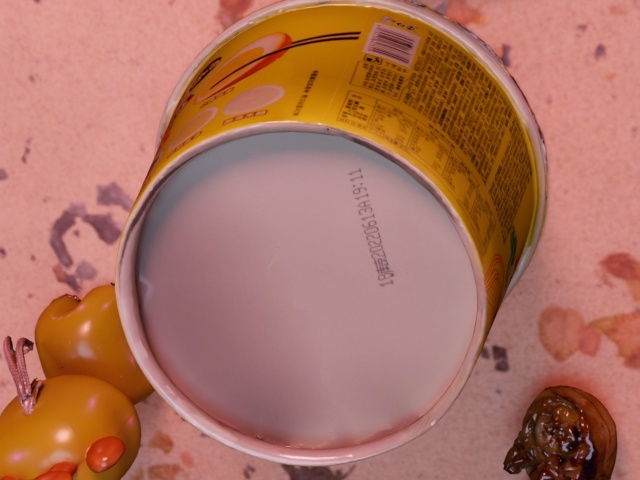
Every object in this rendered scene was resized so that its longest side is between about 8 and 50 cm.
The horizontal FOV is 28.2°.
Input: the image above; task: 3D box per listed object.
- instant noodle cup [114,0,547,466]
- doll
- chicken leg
[{"bbox_3d":[0.000,0.000,0.870,0.311,0.221,0.311,4,112,9],"label":"instant noodle cup"},{"bbox_3d":[-0.189,0.133,0.960,0.143,0.221,0.135,-14,112,18],"label":"doll"},{"bbox_3d":[0.188,0.196,1.004,0.093,0.070,0.178,-13,124,-12],"label":"chicken leg"}]
